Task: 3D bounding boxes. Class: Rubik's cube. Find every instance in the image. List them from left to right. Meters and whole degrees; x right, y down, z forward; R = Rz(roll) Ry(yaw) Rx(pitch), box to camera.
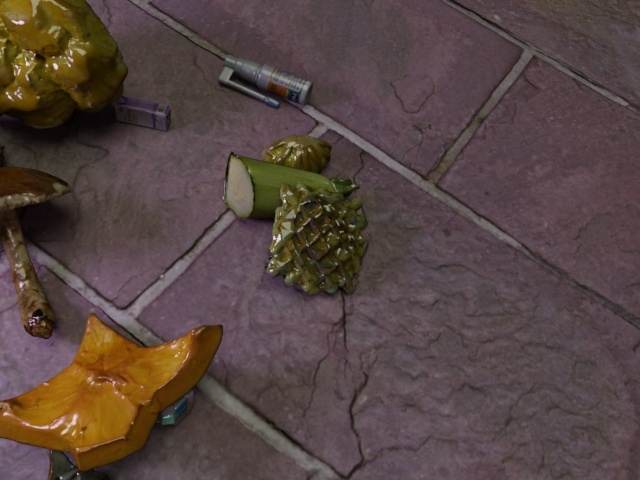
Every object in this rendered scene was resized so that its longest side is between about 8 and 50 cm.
[{"bbox_3d":[-0.263,0.272,0.921,0.084,0.075,0.073,16,42,28],"label":"Rubik's cube"}]

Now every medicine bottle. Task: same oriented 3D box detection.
[{"bbox_3d":[-0.135,-0.384,1.344,0.221,0.061,0.092,22,78,3],"label":"medicine bottle"}]

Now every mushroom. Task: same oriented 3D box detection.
[{"bbox_3d":[-0.577,0.011,0.982,0.208,0.233,0.301,11,80,-32],"label":"mushroom"}]

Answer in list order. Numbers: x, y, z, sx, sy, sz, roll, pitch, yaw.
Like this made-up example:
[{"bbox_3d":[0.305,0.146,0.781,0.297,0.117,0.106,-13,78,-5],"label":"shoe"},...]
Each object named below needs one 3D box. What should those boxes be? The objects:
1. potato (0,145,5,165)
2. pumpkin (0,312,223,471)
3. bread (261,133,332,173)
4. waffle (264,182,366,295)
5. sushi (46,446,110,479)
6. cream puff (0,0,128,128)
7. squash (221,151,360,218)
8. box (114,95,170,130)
[{"bbox_3d":[-0.761,-0.197,0.979,0.289,0.237,0.300,23,60,13],"label":"potato"},{"bbox_3d":[-0.328,0.226,0.863,0.290,0.095,0.258,4,39,24],"label":"pumpkin"},{"bbox_3d":[-0.055,-0.180,1.233,0.157,0.083,0.094,9,71,-8],"label":"bread"},{"bbox_3d":[0.002,0.000,1.101,0.204,0.054,0.223,14,77,-25],"label":"waffle"},{"bbox_3d":[-0.338,0.435,0.799,0.273,0.134,0.109,42,89,6],"label":"sushi"},{"bbox_3d":[-0.573,-0.357,1.099,0.324,0.291,0.257,32,66,21],"label":"cream puff"},{"bbox_3d":[-0.058,-0.094,1.162,0.288,0.137,0.137,9,59,-15],"label":"squash"},{"bbox_3d":[-0.398,-0.286,1.235,0.117,0.050,0.036,10,52,-4],"label":"box"}]
